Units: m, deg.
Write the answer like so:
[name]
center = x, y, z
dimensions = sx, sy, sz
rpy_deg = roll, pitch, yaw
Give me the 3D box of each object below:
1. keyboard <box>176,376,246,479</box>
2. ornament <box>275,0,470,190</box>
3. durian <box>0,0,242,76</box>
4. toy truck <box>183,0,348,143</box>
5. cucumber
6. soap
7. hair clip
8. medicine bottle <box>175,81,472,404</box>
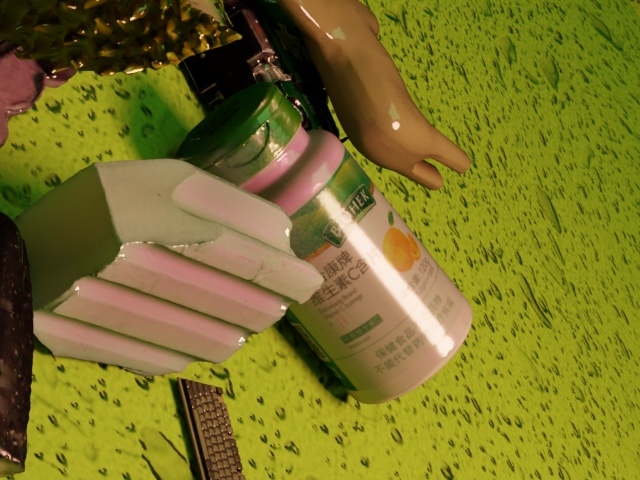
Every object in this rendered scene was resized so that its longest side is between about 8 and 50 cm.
[keyboard]
center = -0.077, 0.162, 1.469
dimensions = 0.049, 0.015, 0.129
rpy_deg = 26, 41, -51
[ornament]
center = 0.025, -0.169, 1.769
dimensions = 0.245, 0.061, 0.230
rpy_deg = 24, 38, -61
[durian]
center = -0.175, -0.242, 1.427
dimensions = 0.169, 0.158, 0.351
rpy_deg = 9, 44, -32
[toy truck]
center = -0.070, -0.174, 1.776
dimensions = 0.259, 0.088, 0.121
rpy_deg = 63, 24, 11
[cucumber]
center = -0.217, 0.064, 1.249
dimensions = 0.074, 0.074, 0.241
rpy_deg = 42, 29, -34
[soap]
center = -0.120, 0.017, 1.410
dimensions = 0.230, 0.145, 0.091
rpy_deg = 26, 31, -58
[hair clip]
center = -0.256, -0.149, 1.452
dimensions = 0.146, 0.056, 0.187
rpy_deg = 53, 16, -12
[medicine bottle]
center = 0.000, 0.000, 1.659
dimensions = 0.274, 0.133, 0.133
rpy_deg = 50, 26, -18
